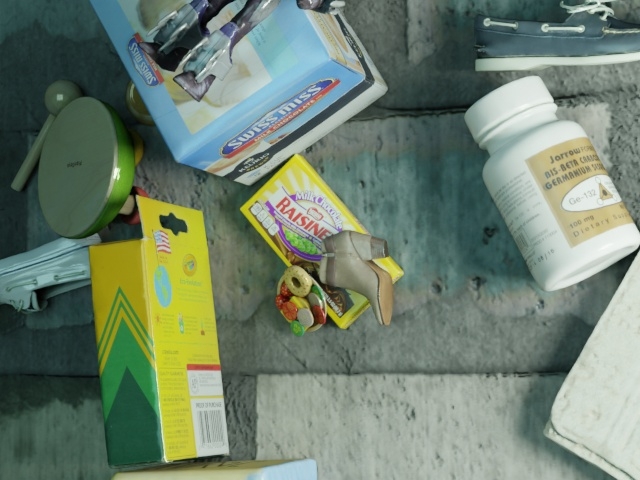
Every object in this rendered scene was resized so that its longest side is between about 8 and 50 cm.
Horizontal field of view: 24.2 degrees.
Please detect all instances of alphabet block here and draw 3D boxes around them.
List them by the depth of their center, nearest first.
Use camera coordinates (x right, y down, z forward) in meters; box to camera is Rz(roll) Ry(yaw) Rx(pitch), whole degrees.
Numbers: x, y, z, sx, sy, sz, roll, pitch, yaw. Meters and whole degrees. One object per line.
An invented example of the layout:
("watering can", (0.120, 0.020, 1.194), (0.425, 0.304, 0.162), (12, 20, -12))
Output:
("alphabet block", (-0.122, 0.363, 1.789), (0.197, 0.193, 0.192), (-4, 83, 19))

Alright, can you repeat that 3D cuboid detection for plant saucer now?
("plant saucer", (-0.223, -0.193, 1.963), (0.083, 0.015, 0.083), (-2, 85, 19))

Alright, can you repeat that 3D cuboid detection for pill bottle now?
("pill bottle", (0.263, -0.068, 1.726), (0.131, 0.131, 0.229), (-29, 77, 14))

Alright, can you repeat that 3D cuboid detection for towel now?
("towel", (0.395, 0.148, 1.709), (0.187, 0.049, 0.282), (31, 95, 17))

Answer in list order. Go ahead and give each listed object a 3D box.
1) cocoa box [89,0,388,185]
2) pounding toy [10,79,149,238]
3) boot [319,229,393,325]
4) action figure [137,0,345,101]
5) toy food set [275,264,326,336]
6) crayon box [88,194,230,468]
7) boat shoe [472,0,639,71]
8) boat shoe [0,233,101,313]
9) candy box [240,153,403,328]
("cocoa box", (-0.121, -0.278, 1.823), (0.231, 0.228, 0.347), (-33, 76, 13))
("pounding toy", (-0.287, -0.097, 1.947), (0.237, 0.110, 0.183), (35, 109, 47))
("boot", (0.041, 0.046, 1.816), (0.087, 0.042, 0.118), (-4, 83, 23))
("action figure", (-0.068, -0.283, 1.639), (0.185, 0.099, 0.285), (43, 92, 21))
("toy food set", (-0.024, 0.076, 1.852), (0.082, 0.020, 0.083), (52, 133, 14))
("crayon box", (-0.198, 0.114, 1.833), (0.081, 0.202, 0.318), (-8, 82, 18))
("boat shoe", (0.303, -0.244, 1.752), (0.255, 0.095, 0.079), (-2, 96, 28))
("boat shoe", (-0.387, 0.059, 1.961), (0.226, 0.083, 0.075), (-24, 77, 15))
("candy box", (0.000, 0.000, 1.865), (0.105, 0.027, 0.206), (-43, 74, 9))
